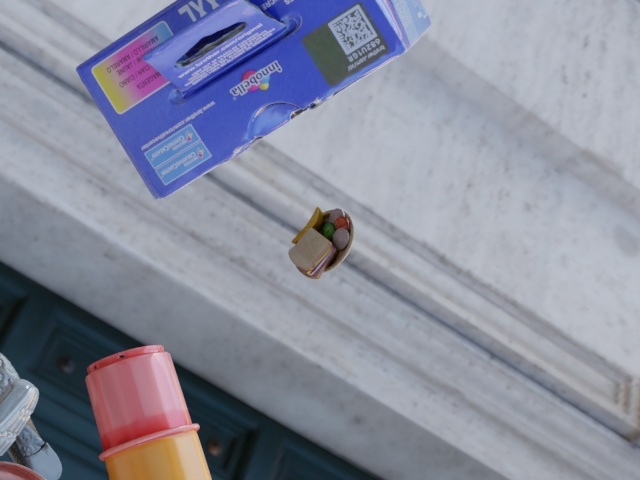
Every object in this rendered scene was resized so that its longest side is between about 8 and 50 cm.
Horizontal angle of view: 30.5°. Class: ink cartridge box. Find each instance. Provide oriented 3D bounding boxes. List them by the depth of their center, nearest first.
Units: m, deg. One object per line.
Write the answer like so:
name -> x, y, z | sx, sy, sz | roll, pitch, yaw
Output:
ink cartridge box -> -0.050, -0.185, 1.121 | 0.270, 0.151, 0.395 | -30, -171, 15

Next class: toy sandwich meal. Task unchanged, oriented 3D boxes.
toy sandwich meal -> 0.000, 0.000, 1.302 | 0.085, 0.029, 0.085 | -21, -125, 33

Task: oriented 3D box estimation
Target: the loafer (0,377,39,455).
loafer -> -0.558, 0.319, 1.755 | 0.319, 0.111, 0.112 | -46, 168, -11

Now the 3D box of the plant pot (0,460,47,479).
plant pot -> -0.387, 0.290, 0.984 | 0.272, 0.265, 0.272 | -12, -118, 25

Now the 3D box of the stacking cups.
stacking cups -> -0.099, 0.233, 0.818 | 0.096, 0.096, 0.316 | -38, -112, 51

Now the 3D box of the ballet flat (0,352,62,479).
ballet flat -> -0.492, 0.284, 1.862 | 0.058, 0.250, 0.084 | -34, 176, 41
